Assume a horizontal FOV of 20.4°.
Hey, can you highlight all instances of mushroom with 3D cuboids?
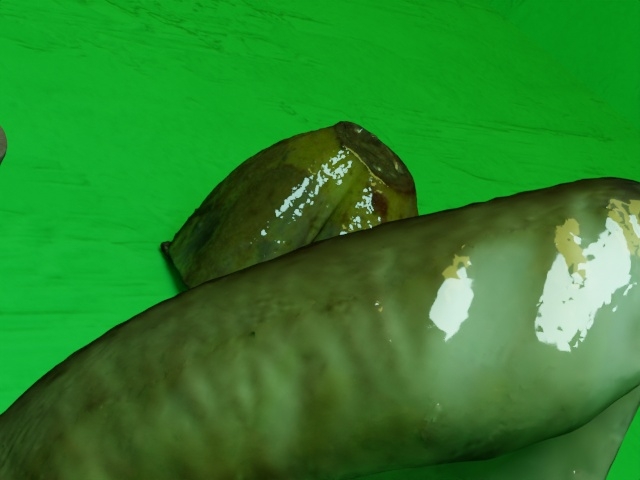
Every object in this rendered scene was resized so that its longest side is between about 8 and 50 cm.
[{"bbox_3d":[-0.010,0.109,0.860,0.314,0.397,0.224,29,5,2],"label":"mushroom"}]

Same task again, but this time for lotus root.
[{"bbox_3d":[-0.001,0.000,1.473,0.188,0.180,0.199,27,20,-29],"label":"lotus root"}]

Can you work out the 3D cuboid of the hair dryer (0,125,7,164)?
[{"bbox_3d":[-0.235,0.065,0.861,0.125,0.210,0.352,19,19,-24],"label":"hair dryer"}]
